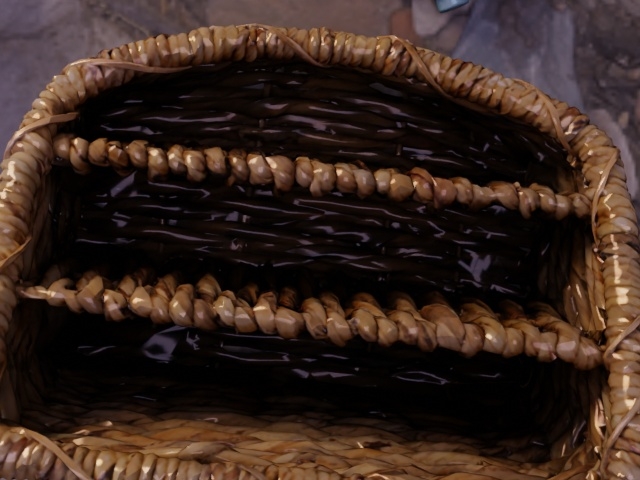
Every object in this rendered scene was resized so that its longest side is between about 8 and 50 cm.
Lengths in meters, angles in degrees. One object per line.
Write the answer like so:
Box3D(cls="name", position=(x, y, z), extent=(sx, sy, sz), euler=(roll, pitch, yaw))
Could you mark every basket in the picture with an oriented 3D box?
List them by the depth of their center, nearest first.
Box3D(cls="basket", position=(0.000, 0.000, 0.509), extent=(0.299, 0.223, 0.213), euler=(7, 94, -3))

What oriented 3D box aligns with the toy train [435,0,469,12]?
Box3D(cls="toy train", position=(0.083, -0.221, 0.584), extent=(0.125, 0.046, 0.166), euler=(-17, 95, -2))
